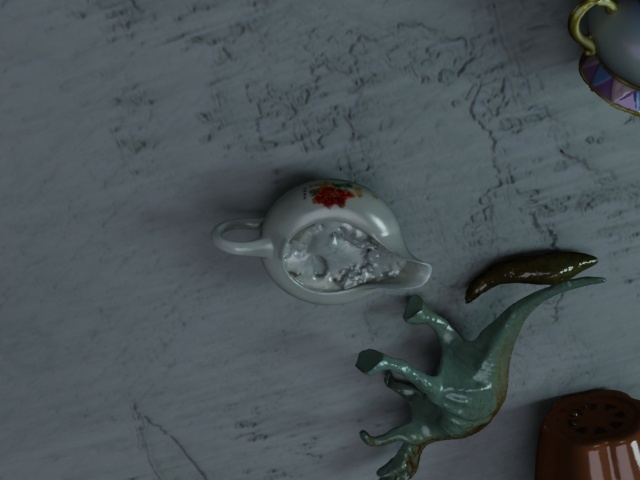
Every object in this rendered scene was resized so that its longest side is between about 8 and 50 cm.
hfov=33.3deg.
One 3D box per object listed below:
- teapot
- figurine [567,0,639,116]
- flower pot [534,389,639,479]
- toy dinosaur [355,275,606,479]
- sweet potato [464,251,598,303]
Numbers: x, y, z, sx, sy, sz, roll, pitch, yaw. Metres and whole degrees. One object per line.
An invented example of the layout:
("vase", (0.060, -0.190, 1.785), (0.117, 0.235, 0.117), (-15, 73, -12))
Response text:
("teapot", (0.000, 0.000, 1.111), (0.226, 0.092, 0.145), (3, 121, -5))
("figurine", (0.321, -0.234, 0.925), (0.189, 0.142, 0.263), (-8, 144, -23))
("flower pot", (0.343, 0.283, 1.279), (0.191, 0.190, 0.173), (-11, 112, 4))
("toy dinosaur", (0.156, 0.139, 1.215), (0.393, 0.092, 0.205), (-41, 117, 20))
("sweet potato", (0.230, 0.035, 1.183), (0.153, 0.038, 0.041), (-15, 108, 8))
